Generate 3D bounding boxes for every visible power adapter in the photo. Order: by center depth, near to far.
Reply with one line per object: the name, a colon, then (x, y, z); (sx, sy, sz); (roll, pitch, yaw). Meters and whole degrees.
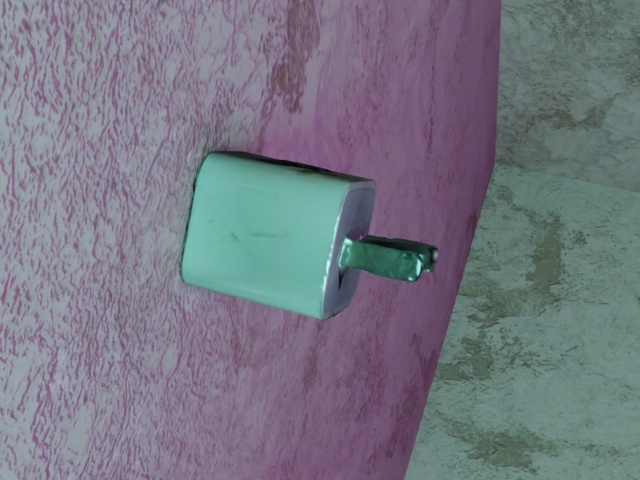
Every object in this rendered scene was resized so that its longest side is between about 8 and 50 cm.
power adapter: (0.000, 0.000, 0.844); (0.130, 0.204, 0.125); (-18, 120, -74)
